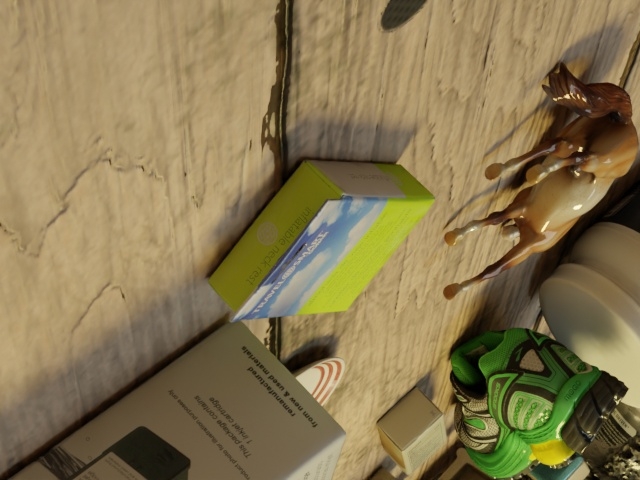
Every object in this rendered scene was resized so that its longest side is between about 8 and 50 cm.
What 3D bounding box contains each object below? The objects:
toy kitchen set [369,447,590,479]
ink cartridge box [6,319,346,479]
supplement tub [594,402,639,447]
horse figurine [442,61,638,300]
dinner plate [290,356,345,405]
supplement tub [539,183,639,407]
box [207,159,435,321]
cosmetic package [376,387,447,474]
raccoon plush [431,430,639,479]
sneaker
[{"bbox_3d":[0.171,0.265,1.962,0.207,0.122,0.166,-46,148,-6],"label":"toy kitchen set"},{"bbox_3d":[-0.138,0.217,1.218,0.289,0.121,0.211,-35,159,-26],"label":"ink cartridge box"},{"bbox_3d":[0.447,0.252,2.445,0.207,0.207,0.338,-30,157,-38],"label":"supplement tub"},{"bbox_3d":[0.190,-0.049,1.453,0.174,0.066,0.263,-25,156,-35],"label":"horse figurine"},{"bbox_3d":[-0.037,0.142,1.448,0.141,0.017,0.141,-40,161,-17],"label":"dinner plate"},{"bbox_3d":[0.377,0.023,1.812,0.272,0.191,0.191,-39,161,-18],"label":"supplement tub"},{"bbox_3d":[0.000,0.000,1.175,0.109,0.042,0.178,-51,161,17],"label":"box"},{"bbox_3d":[0.094,0.196,1.812,0.060,0.041,0.115,-41,162,-10],"label":"cosmetic package"},{"bbox_3d":[0.241,0.395,2.059,0.446,0.216,0.299,-48,-162,-30],"label":"raccoon plush"},{"bbox_3d":[0.198,0.149,1.820,0.134,0.146,0.343,-48,179,-16],"label":"sneaker"}]
